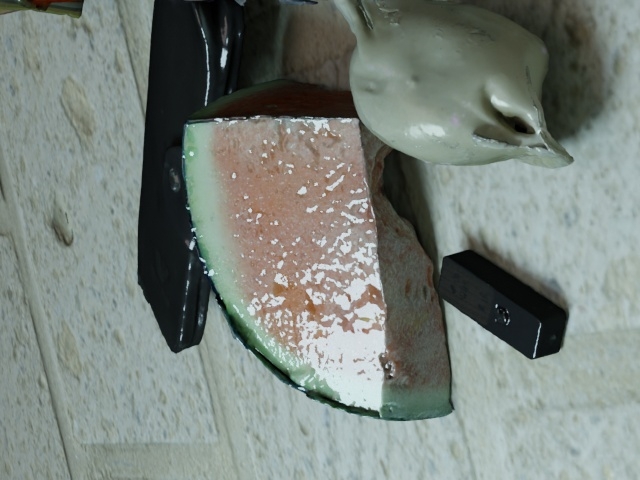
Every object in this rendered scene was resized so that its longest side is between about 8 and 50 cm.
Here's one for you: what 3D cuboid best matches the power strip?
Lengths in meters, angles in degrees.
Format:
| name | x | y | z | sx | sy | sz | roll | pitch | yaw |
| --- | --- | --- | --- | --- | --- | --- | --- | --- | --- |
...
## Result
| name | x | y | z | sx | sy | sz | roll | pitch | yaw |
| --- | --- | --- | --- | --- | --- | --- | --- | --- | --- |
| power strip | 0.129 | 0.045 | 1.025 | 0.111 | 0.029 | 0.038 | 35 | 128 | 45 |

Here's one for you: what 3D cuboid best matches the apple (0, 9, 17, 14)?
| name | x | y | z | sx | sy | sz | roll | pitch | yaw |
| --- | --- | --- | --- | --- | --- | --- | --- | --- | --- |
| apple | -0.348 | -0.381 | 1.413 | 0.163 | 0.251 | 0.293 | -130 | 35 | -66 |

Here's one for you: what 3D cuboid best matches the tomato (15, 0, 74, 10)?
| name | x | y | z | sx | sy | sz | roll | pitch | yaw |
| --- | --- | --- | --- | --- | --- | --- | --- | --- | --- |
| tomato | -0.193 | -0.324 | 1.185 | 0.170 | 0.309 | 0.309 | 41 | 134 | 23 |

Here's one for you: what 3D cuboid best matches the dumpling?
| name | x | y | z | sx | sy | sz | roll | pitch | yaw |
| --- | --- | --- | --- | --- | --- | --- | --- | --- | --- |
| dumpling | 0.089 | -0.106 | 0.957 | 0.199 | 0.136 | 0.118 | 42 | 101 | 13 |

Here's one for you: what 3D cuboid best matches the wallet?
| name | x | y | z | sx | sy | sz | roll | pitch | yaw |
| --- | --- | --- | --- | --- | --- | --- | --- | --- | --- |
| wallet | -0.126 | -0.083 | 1.300 | 0.197 | 0.051 | 0.377 | -117 | 30 | -51 |

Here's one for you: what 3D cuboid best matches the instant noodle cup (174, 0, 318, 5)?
| name | x | y | z | sx | sy | sz | roll | pitch | yaw |
| --- | --- | --- | --- | --- | --- | --- | --- | --- | --- |
| instant noodle cup | -0.059 | -0.270 | 1.041 | 0.207 | 0.217 | 0.217 | 4 | 104 | 62 |

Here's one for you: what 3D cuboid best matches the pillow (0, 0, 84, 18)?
| name | x | y | z | sx | sy | sz | roll | pitch | yaw |
| --- | --- | --- | --- | --- | --- | --- | --- | --- | --- |
| pillow | -0.250 | -0.313 | 1.338 | 0.038 | 0.113 | 0.203 | 25 | 108 | 35 |

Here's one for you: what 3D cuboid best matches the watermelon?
| name | x | y | z | sx | sy | sz | roll | pitch | yaw |
| --- | --- | --- | --- | --- | --- | --- | --- | --- | --- |
| watermelon | 0.000 | 0.000 | 1.109 | 0.226 | 0.148 | 0.318 | -44 | 67 | 44 |
